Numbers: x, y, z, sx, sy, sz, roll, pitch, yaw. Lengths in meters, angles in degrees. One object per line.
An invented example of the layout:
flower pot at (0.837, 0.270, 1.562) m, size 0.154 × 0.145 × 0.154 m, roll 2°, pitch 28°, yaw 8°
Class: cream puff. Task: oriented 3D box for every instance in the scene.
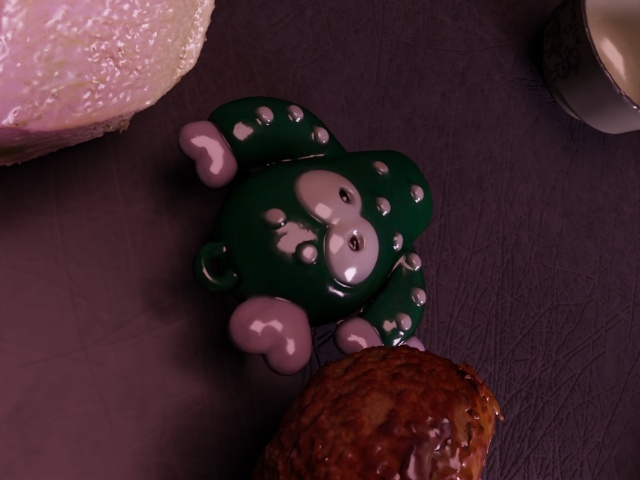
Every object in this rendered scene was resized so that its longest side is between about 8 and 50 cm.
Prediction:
cream puff at (0.033, 0.184, 0.501) m, size 0.164 × 0.240 × 0.240 m, roll 12°, pitch 64°, yaw 9°

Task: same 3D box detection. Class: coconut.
coconut at (-0.208, -0.155, 0.452) m, size 0.245 × 0.233 × 0.233 m, roll -27°, pitch 89°, yaw -42°

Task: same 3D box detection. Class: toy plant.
toy plant at (-0.003, -0.004, 0.596) m, size 0.243 × 0.112 × 0.232 m, roll 8°, pitch 65°, yaw -35°

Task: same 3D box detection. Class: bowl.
bowl at (0.350, -0.220, 0.884) m, size 0.211 × 0.112 × 0.211 m, roll 11°, pitch 69°, yaw -30°
